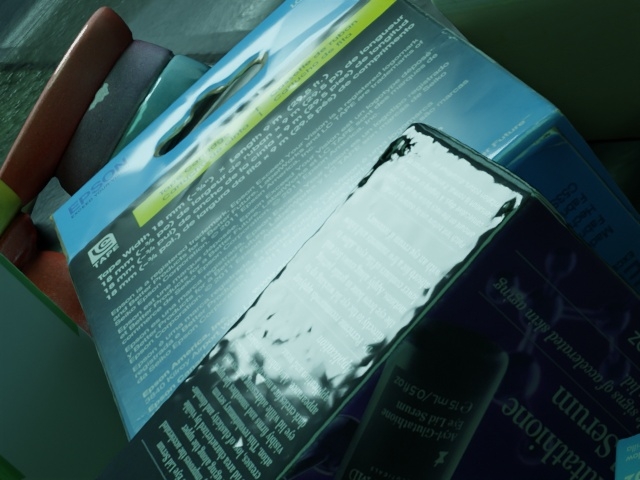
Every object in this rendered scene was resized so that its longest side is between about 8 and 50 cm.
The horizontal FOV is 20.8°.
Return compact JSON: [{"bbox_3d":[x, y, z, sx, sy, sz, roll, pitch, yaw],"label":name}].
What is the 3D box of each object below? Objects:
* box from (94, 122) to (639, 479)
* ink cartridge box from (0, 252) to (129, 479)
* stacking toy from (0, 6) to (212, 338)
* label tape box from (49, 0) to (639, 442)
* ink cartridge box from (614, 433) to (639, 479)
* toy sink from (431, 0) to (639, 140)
[{"bbox_3d":[0.036,0.087,0.652,0.207,0.153,0.108,-50,27,0],"label":"box"},{"bbox_3d":[-0.248,0.133,0.923,0.289,0.211,0.121,-28,30,29],"label":"ink cartridge box"},{"bbox_3d":[-0.177,0.018,1.173,0.279,0.130,0.309,-54,8,49],"label":"stacking toy"},{"bbox_3d":[0.000,0.000,0.894,0.240,0.106,0.333,-42,25,3],"label":"label tape box"},{"bbox_3d":[0.132,0.145,0.498,0.061,0.104,0.181,-27,31,31],"label":"ink cartridge box"},{"bbox_3d":[0.191,-0.176,0.861,0.153,0.131,0.234,-1,53,54],"label":"toy sink"}]
